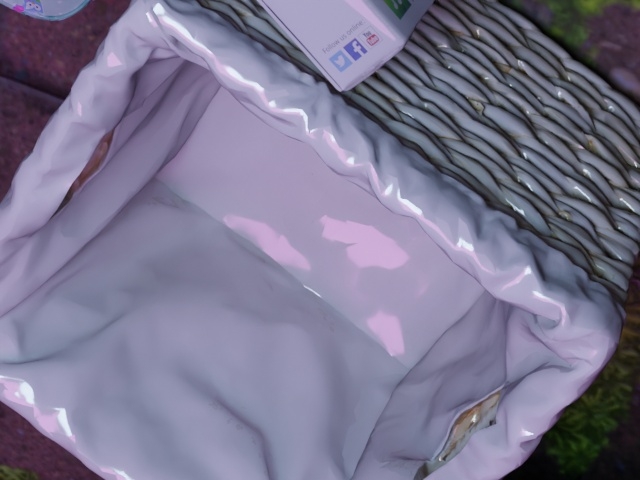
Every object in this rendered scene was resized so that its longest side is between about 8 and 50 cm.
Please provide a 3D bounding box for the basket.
[{"bbox_3d":[0.000,0.000,1.188,0.331,0.266,0.328,37,129,-1],"label":"basket"}]

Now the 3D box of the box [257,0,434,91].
[{"bbox_3d":[-0.040,-0.260,1.057,0.058,0.232,0.322,-34,102,35],"label":"box"}]

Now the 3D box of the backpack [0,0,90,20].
[{"bbox_3d":[-0.160,-0.231,1.206,0.152,0.115,0.182,35,131,-3],"label":"backpack"}]
